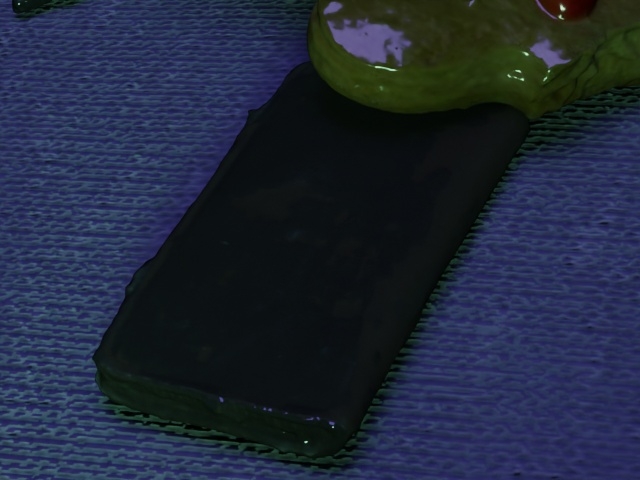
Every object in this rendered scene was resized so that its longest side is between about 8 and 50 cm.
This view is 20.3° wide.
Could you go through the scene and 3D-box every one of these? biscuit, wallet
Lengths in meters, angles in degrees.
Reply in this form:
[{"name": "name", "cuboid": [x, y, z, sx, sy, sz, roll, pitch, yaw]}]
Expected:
[{"name": "biscuit", "cuboid": [0.107, -0.253, 1.211, 0.368, 0.076, 0.394, -15, 55, -25]}, {"name": "wallet", "cuboid": [0.000, 0.000, 1.048, 0.165, 0.042, 0.309, 11, 43, 20]}]

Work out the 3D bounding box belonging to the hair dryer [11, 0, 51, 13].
[{"name": "hair dryer", "cuboid": [-0.128, -0.253, 1.330, 0.255, 0.128, 0.070, -37, 47, -16]}]
